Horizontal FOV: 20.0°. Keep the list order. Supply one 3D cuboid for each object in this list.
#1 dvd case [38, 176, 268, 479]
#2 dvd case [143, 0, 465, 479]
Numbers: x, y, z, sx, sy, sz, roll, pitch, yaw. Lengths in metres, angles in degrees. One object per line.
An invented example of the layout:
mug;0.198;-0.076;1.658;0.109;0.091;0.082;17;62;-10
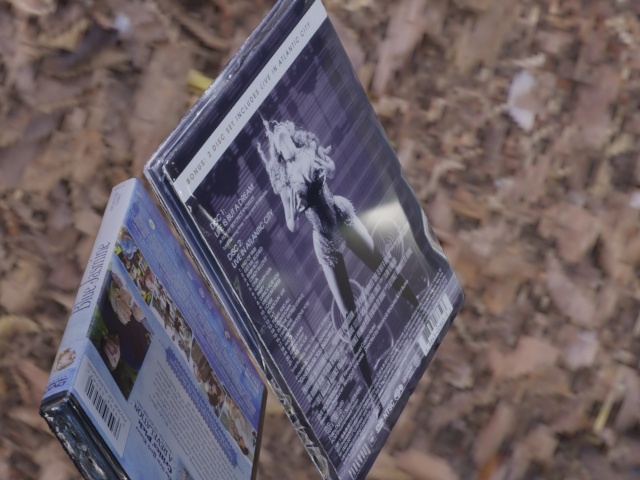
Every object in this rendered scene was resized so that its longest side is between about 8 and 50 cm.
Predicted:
dvd case;-0.089;0.093;1.067;0.022;0.253;0.180;-23;115;15
dvd case;0.000;0.000;0.953;0.164;0.018;0.221;-56;130;-41
